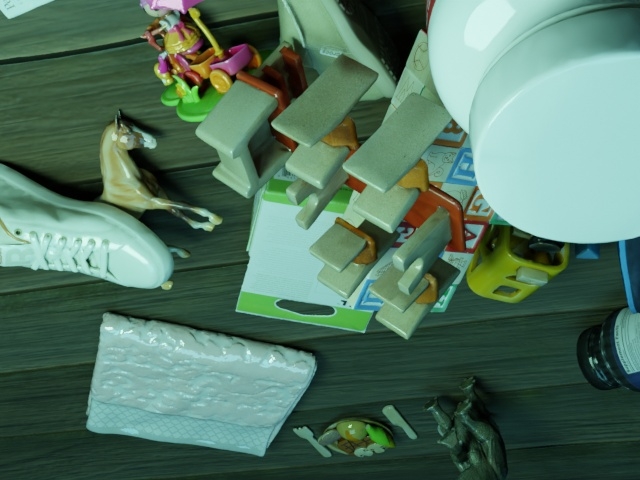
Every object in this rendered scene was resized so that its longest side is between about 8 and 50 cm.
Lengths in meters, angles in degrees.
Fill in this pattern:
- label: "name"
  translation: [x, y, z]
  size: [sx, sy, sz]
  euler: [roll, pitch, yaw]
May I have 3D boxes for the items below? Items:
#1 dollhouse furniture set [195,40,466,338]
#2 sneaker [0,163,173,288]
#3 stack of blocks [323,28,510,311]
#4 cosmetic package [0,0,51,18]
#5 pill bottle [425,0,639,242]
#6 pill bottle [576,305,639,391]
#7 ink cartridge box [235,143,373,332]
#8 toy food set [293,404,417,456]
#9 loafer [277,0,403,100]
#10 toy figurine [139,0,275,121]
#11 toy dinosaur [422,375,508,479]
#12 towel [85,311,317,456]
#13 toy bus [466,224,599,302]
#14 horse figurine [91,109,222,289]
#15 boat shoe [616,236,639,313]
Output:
- label: "dollhouse furniture set"
  translation: [0.025, -0.070, 0.911]
  size: [0.259, 0.135, 0.262]
  euler: [33, 159, 25]
- label: "sneaker"
  translation: [-0.326, 0.009, 1.203]
  size: [0.290, 0.123, 0.106]
  euler: [21, 131, 10]
- label: "stack of blocks"
  translation: [0.140, -0.063, 1.075]
  size: [0.171, 0.087, 0.297]
  euler: [5, 123, -31]
- label: "cosmetic package"
  translation: [-0.229, -0.306, 0.921]
  size: [0.231, 0.085, 0.117]
  euler: [-18, 135, 21]
- label: "pill bottle"
  translation: [0.194, -0.206, 0.760]
  size: [0.229, 0.407, 0.229]
  euler: [2, 140, 2]
- label: "pill bottle"
  translation: [0.467, 0.140, 1.364]
  size: [0.123, 0.122, 0.219]
  euler: [27, 148, -26]
- label: "ink cartridge box"
  translation: [0.000, 0.000, 1.262]
  size: [0.189, 0.097, 0.255]
  euler: [10, 141, -8]
- label: "toy food set"
  translation: [0.063, 0.347, 1.714]
  size: [0.192, 0.038, 0.132]
  euler: [-18, 136, 23]
- label: "loafer"
  translation: [-0.008, -0.224, 0.990]
  size: [0.092, 0.102, 0.268]
  euler: [-24, 134, 20]
- label: "toy figurine"
  translation: [-0.138, -0.223, 1.014]
  size: [0.173, 0.130, 0.159]
  euler: [9, 136, 47]
- label: "toy dinosaur"
  translation: [0.245, 0.322, 1.549]
  size: [0.121, 0.313, 0.160]
  euler: [-38, 105, 6]
- label: "towel"
  translation: [-0.205, 0.243, 1.600]
  size: [0.332, 0.053, 0.317]
  euler: [12, 139, -11]
- label: "toy bus"
  translation: [0.259, 0.006, 1.226]
  size: [0.191, 0.104, 0.202]
  euler: [-9, 150, 29]
- label: "horse figurine"
  translation: [-0.232, -0.030, 1.257]
  size: [0.174, 0.066, 0.263]
  euler: [30, 141, -12]
- label: "boat shoe"
  translation: [0.388, 0.002, 1.143]
  size: [0.089, 0.109, 0.258]
  euler: [-8, 143, 15]
